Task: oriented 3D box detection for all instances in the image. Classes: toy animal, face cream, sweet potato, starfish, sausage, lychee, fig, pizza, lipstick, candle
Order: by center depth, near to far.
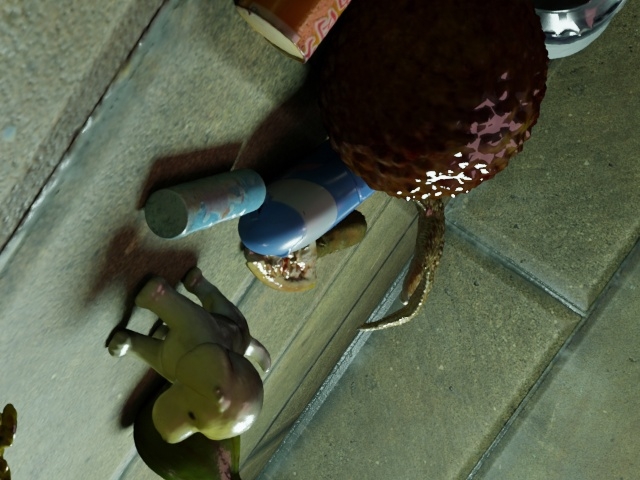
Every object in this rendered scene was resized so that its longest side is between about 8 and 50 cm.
[{"bbox_3d":[0.028,-0.253,0.632,0.234,0.071,0.071,-54,169,-1],"label":"sausage"},{"bbox_3d":[-0.106,-0.038,0.772,0.048,0.048,0.158,-59,168,21],"label":"lipstick"},{"bbox_3d":[0.123,-0.172,0.858,0.260,0.260,0.260,-52,169,-15],"label":"lychee"},{"bbox_3d":[-0.132,0.123,0.864,0.121,0.169,0.233,-56,-177,9],"label":"toy animal"},{"bbox_3d":[-0.003,-0.060,0.968,0.149,0.083,0.264,-14,-162,38],"label":"face cream"},{"bbox_3d":[-0.137,0.297,1.102,0.151,0.259,0.151,-46,172,-8],"label":"fig"},{"bbox_3d":[-0.021,-0.020,1.113,0.185,0.052,0.195,26,87,-61],"label":"pizza"},{"bbox_3d":[0.346,-0.385,1.201,0.221,0.221,0.342,-56,170,9],"label":"candle"},{"bbox_3d":[0.000,0.000,1.286,0.273,0.075,0.075,-31,154,-58],"label":"sweet potato"},{"bbox_3d":[0.146,-0.036,1.388,0.384,0.132,0.398,21,76,-71],"label":"starfish"}]

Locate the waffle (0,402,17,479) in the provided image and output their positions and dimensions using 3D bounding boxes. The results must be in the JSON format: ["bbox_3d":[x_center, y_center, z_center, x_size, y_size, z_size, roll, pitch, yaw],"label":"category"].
[{"bbox_3d":[-0.331,0.231,0.628,0.229,0.051,0.231,-35,157,-54],"label":"waffle"}]
